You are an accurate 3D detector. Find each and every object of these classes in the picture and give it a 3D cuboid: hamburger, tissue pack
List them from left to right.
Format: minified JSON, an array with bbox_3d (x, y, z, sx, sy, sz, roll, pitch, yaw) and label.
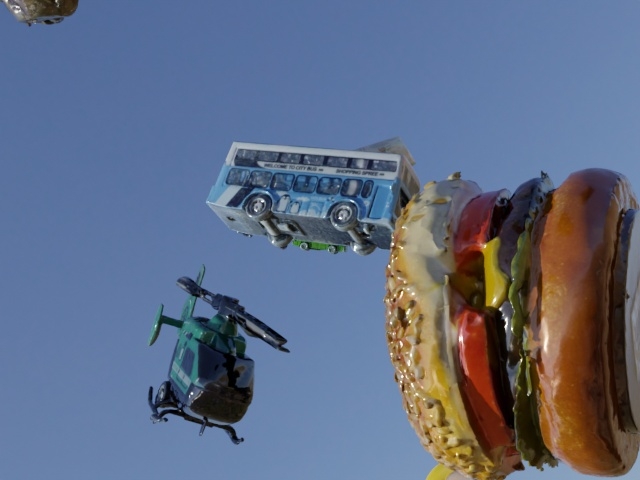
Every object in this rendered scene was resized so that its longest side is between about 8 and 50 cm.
[{"bbox_3d":[0.092,-0.123,1.934,0.108,0.056,0.023,-21,-14,-38],"label":"tissue pack"},{"bbox_3d":[0.209,0.089,1.314,0.330,0.250,0.330,0,-90,-67],"label":"hamburger"}]

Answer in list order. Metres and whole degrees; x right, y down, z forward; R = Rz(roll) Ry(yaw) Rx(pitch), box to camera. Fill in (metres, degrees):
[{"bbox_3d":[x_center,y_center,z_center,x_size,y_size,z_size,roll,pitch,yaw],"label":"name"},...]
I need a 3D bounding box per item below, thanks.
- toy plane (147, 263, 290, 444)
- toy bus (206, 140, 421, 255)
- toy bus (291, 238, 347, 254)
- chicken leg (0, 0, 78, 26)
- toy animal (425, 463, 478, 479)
[{"bbox_3d":[-0.132,0.128,1.465,0.382,0.106,0.155,-151,81,-74],"label":"toy plane"},{"bbox_3d":[-0.007,-0.061,1.809,0.106,0.297,0.131,52,-130,-54],"label":"toy bus"},{"bbox_3d":[0.000,0.000,1.902,0.031,0.083,0.037,16,-99,-81],"label":"toy bus"},{"bbox_3d":[-0.268,-0.264,1.051,0.080,0.196,0.125,-40,-17,-30],"label":"chicken leg"},{"bbox_3d":[0.227,0.377,1.927,0.091,0.114,0.082,-40,-65,-18],"label":"toy animal"}]
